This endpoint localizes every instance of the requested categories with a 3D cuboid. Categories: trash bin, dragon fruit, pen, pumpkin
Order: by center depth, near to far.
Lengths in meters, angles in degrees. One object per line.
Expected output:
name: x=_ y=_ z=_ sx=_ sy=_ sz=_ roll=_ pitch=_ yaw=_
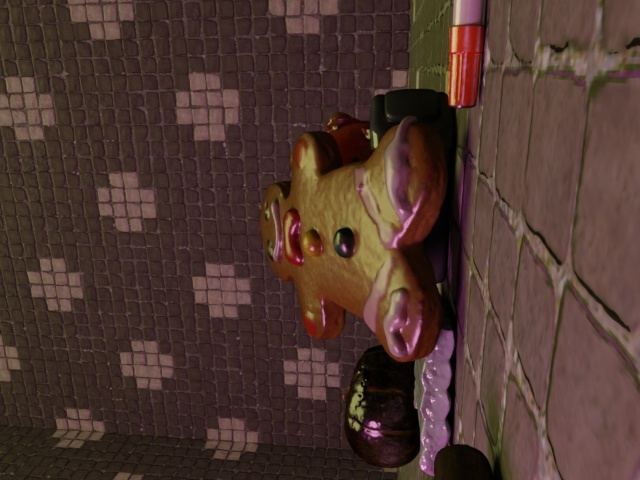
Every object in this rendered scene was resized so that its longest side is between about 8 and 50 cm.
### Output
pen: x=0.118 y=-0.226 z=0.423 sx=0.028 sy=0.028 sz=0.239 roll=-67 pitch=-22 yaw=-71
trash bin: x=0.119 y=-0.078 z=0.715 sx=0.177 sy=0.101 sz=0.236 roll=-72 pitch=-21 yaw=-71
dragon fruit: x=0.070 y=-0.080 z=0.921 sx=0.227 sy=0.243 sz=0.307 roll=-36 pitch=56 yaw=46
pumpkin: x=0.122 y=0.323 z=1.063 sx=0.238 sy=0.159 sz=0.238 roll=-1 pitch=-90 yaw=-78

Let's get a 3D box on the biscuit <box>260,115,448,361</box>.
biscuit: x=-0.001 y=0.000 z=0.698 sx=0.432 sy=0.064 sz=0.283 roll=14 pitch=107 yaw=61

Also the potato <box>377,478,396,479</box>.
potato: x=0.086 y=0.466 z=0.755 sx=0.253 sy=0.148 sz=0.186 roll=-79 pitch=-10 yaw=-51

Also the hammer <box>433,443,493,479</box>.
hammer: x=0.071 y=0.252 z=0.178 sx=0.440 sy=0.044 sz=0.168 roll=-74 pitch=-15 yaw=-61

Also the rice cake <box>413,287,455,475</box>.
rice cake: x=0.136 y=0.157 z=0.671 sx=0.198 sy=0.037 sz=0.189 roll=-17 pitch=-71 yaw=-83
